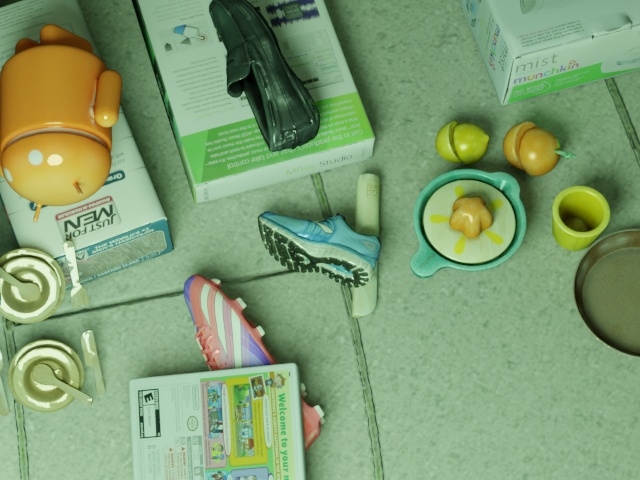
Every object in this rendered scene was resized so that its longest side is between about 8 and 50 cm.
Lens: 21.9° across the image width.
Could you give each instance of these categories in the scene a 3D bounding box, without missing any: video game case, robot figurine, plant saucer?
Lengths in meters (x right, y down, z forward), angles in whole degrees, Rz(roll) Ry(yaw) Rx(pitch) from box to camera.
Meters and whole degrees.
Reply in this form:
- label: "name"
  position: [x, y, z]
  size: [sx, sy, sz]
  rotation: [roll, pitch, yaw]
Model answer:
- label: "video game case"
  position: [-0.112, 0.249, 1.823]
  size: [0.193, 0.023, 0.212]
  rotation: [-6, 76, 9]
- label: "robot figurine"
  position: [-0.298, -0.134, 1.870]
  size: [0.158, 0.128, 0.219]
  rotation: [-4, 66, -2]
- label: "plant saucer"
  position: [0.381, 0.067, 1.965]
  size: [0.168, 0.029, 0.168]
  rotation: [0, 64, 0]

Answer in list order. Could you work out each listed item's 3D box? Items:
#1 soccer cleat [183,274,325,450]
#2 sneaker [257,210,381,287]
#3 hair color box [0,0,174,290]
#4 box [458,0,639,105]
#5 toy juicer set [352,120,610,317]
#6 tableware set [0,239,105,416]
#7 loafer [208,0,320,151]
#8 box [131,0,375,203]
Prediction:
- label: "soccer cleat"
  position: [-0.095, 0.145, 1.889]
  size: [0.095, 0.083, 0.248]
  rotation: [-36, 73, -12]
- label: "sneaker"
  position: [0.000, 0.000, 1.966]
  size: [0.162, 0.063, 0.073]
  rotation: [21, 56, 20]
- label: "hair color box"
  position: [-0.318, -0.121, 1.993]
  size: [0.174, 0.105, 0.347]
  rotation: [-20, 67, -9]
- label: "box"
  position: [0.320, -0.323, 2.095]
  size: [0.262, 0.127, 0.231]
  rotation: [-16, 66, -9]
- label: "toy juicer set"
  position: [0.163, -0.053, 1.983]
  size: [0.329, 0.089, 0.209]
  rotation: [-16, 66, -9]
- label: "tableware set"
  position: [-0.319, 0.105, 1.864]
  size: [0.128, 0.039, 0.194]
  rotation: [-12, 103, -6]
- label: "loafer"
  position: [-0.081, -0.205, 1.994]
  size: [0.078, 0.076, 0.223]
  rotation: [-24, 71, -21]
- label: "box"
  position: [-0.090, -0.218, 2.075]
  size: [0.232, 0.058, 0.322]
  rotation: [-15, 64, -8]
